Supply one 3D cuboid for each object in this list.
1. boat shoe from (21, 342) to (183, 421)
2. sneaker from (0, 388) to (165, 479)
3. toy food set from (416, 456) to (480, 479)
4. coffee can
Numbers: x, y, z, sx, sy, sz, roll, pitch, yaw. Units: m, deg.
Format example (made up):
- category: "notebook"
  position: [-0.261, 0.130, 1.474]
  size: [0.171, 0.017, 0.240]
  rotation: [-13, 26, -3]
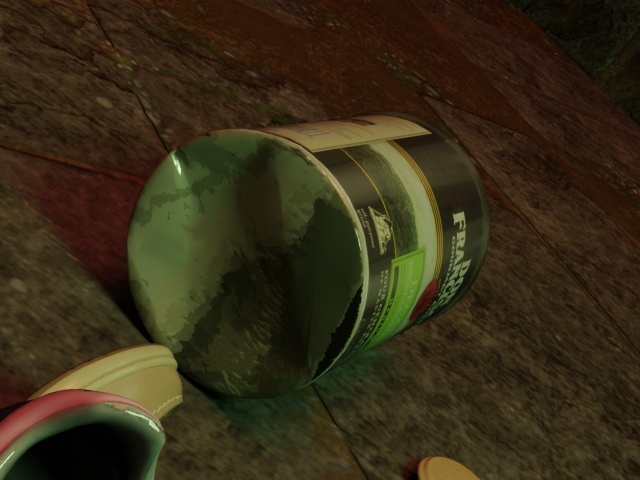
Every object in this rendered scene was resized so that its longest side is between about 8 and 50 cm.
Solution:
- category: "boat shoe"
  position: [-0.154, 0.149, 0.639]
  size: [0.098, 0.109, 0.302]
  rotation: [49, 30, 4]
- category: "sneaker"
  position: [-0.134, 0.190, 0.442]
  size: [0.112, 0.131, 0.319]
  rotation: [30, 47, -27]
- category: "toy food set"
  position: [0.111, 0.209, 1.003]
  size: [0.083, 0.020, 0.083]
  rotation: [16, 29, -40]
- category: "coffee can"
  position: [0.000, 0.000, 1.017]
  size: [0.201, 0.201, 0.275]
  rotation: [43, 24, 15]
